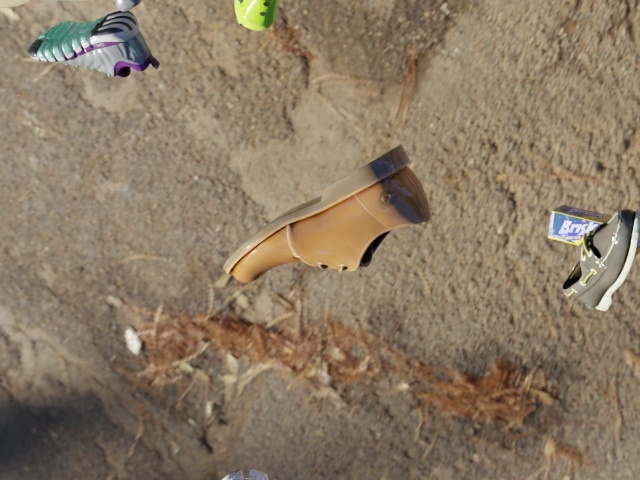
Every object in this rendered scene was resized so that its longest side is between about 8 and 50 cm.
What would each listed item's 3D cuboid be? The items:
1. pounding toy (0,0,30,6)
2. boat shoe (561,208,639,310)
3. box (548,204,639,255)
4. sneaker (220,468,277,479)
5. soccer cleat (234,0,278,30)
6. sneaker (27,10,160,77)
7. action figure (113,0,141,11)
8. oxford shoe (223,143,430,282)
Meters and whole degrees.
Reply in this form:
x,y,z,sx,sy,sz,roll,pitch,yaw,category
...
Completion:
x,y,z,sx,sy,sz,roll,pitch,yaw,category
-0.408,-0.392,1.192,0.270,0.154,0.154,11,162,-30,pounding toy
0.377,0.025,1.320,0.069,0.081,0.227,16,151,11,boat shoe
0.521,-0.018,1.856,0.169,0.054,0.059,16,115,33,box
-0.008,0.266,0.791,0.191,0.083,0.071,30,114,-10,sneaker
-0.065,-0.301,1.007,0.060,0.178,0.072,1,156,-20,soccer cleat
-0.346,-0.276,1.475,0.224,0.083,0.098,0,137,37,sneaker
-0.177,-0.272,0.438,0.341,0.330,0.178,21,165,-34,action figure
0.000,0.000,0.822,0.212,0.076,0.076,-27,96,38,oxford shoe
